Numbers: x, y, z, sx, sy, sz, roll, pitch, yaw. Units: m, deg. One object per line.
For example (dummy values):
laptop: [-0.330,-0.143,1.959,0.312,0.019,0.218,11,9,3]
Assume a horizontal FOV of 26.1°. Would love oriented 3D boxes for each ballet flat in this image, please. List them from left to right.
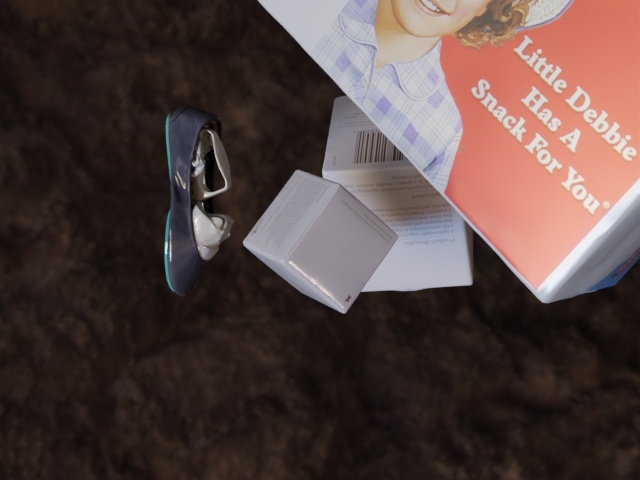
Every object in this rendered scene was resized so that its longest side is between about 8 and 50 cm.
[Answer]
ballet flat: [-0.128,-0.042,1.466,0.074,0.203,0.074,0,-179,0]

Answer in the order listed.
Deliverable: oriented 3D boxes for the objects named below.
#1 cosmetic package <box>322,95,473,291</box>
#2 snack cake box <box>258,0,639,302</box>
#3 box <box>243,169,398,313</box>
cosmetic package: [0.095,-0.057,1.597,0.151,0.183,0.151,-3,-140,10]
snack cake box: [0.075,-0.120,0.616,0.264,0.152,0.089,49,-154,19]
box: [0.000,0.000,1.404,0.101,0.102,0.087,41,171,-33]
